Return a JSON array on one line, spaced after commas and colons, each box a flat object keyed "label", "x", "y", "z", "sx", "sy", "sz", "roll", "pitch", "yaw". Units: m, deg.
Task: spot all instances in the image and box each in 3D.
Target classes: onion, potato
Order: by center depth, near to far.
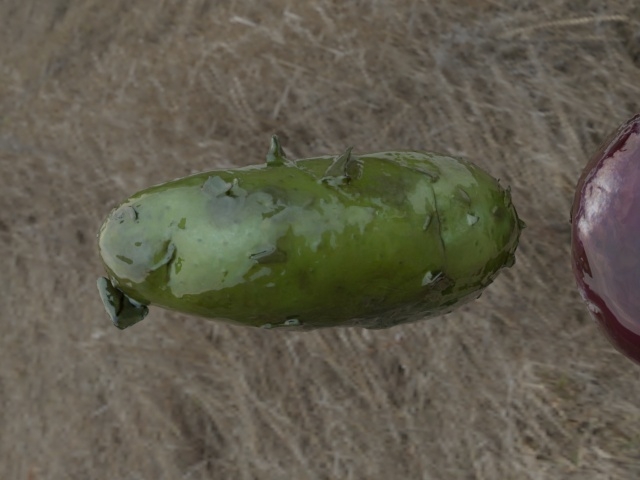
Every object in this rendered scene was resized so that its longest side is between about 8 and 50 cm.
[{"label": "potato", "x": 0.000, "y": 0.000, "z": 0.592, "sx": 0.117, "sy": 0.226, "sz": 0.090, "roll": -49, "pitch": 50, "yaw": 53}, {"label": "onion", "x": 0.400, "y": -0.013, "z": 1.290, "sx": 0.282, "sy": 0.260, "sz": 0.336, "roll": 39, "pitch": 127, "yaw": 32}]
